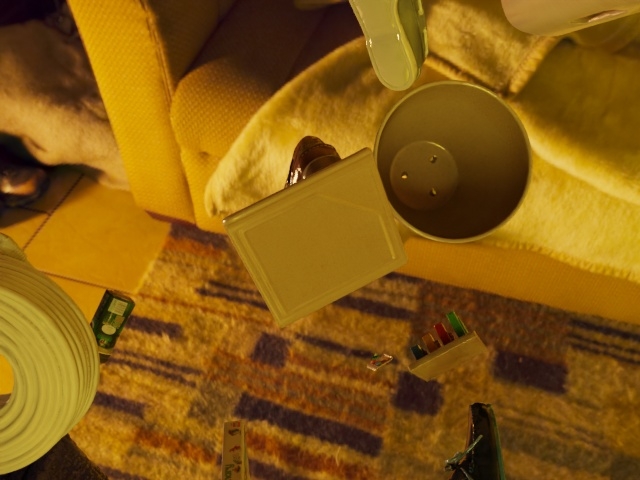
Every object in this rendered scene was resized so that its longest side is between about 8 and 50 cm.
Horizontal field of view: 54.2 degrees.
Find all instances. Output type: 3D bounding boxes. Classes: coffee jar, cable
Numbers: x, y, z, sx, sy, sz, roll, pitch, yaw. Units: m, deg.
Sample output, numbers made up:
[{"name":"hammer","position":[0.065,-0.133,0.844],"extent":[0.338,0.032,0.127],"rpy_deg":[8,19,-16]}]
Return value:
[{"name":"coffee jar","position":[-0.555,0.224,1.621],"extent":[0.096,0.079,0.184],"rpy_deg":[20,84,60]},{"name":"cable","position":[-0.386,0.143,0.714],"extent":[0.257,0.257,0.089],"rpy_deg":[-45,13,9]}]

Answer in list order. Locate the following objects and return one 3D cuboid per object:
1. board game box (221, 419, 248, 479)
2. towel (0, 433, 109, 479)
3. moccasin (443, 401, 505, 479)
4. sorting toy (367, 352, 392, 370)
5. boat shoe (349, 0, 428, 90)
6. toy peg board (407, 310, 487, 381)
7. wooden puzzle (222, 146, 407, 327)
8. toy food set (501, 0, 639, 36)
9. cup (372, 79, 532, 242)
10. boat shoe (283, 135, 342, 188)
[{"name":"board game box","position":[-0.190,0.580,1.414],"extent":[0.053,0.192,0.305],"rpy_deg":[-5,20,-5]},{"name":"towel","position":[-0.306,0.405,0.809],"extent":[0.076,0.308,0.227],"rpy_deg":[-19,35,13]},{"name":"moccasin","position":[0.286,0.459,1.166],"extent":[0.117,0.137,0.342],"rpy_deg":[-5,44,14]},{"name":"sorting toy","position":[0.155,0.328,1.710],"extent":[0.062,0.012,0.083],"rpy_deg":[-32,11,-18]},{"name":"boat shoe","position":[0.124,-0.431,1.108],"extent":[0.116,0.319,0.099],"rpy_deg":[10,43,37]},{"name":"toy peg board","position":[0.273,0.234,1.399],"extent":[0.161,0.161,0.079],"rpy_deg":[-31,61,10]},{"name":"wooden puzzle","position":[0.000,0.000,0.892],"extent":[0.221,0.238,0.044],"rpy_deg":[-27,41,-4]},{"name":"toy food set","position":[0.244,-0.361,0.595],"extent":[0.092,0.306,0.220],"rpy_deg":[-18,12,-9]},{"name":"cup","position":[0.256,-0.156,1.368],"extent":[0.331,0.237,0.330],"rpy_deg":[0,88,-6]},{"name":"boat shoe","position":[-0.015,-0.036,1.081],"extent":[0.111,0.307,0.104],"rpy_deg":[-8,43,-26]}]
